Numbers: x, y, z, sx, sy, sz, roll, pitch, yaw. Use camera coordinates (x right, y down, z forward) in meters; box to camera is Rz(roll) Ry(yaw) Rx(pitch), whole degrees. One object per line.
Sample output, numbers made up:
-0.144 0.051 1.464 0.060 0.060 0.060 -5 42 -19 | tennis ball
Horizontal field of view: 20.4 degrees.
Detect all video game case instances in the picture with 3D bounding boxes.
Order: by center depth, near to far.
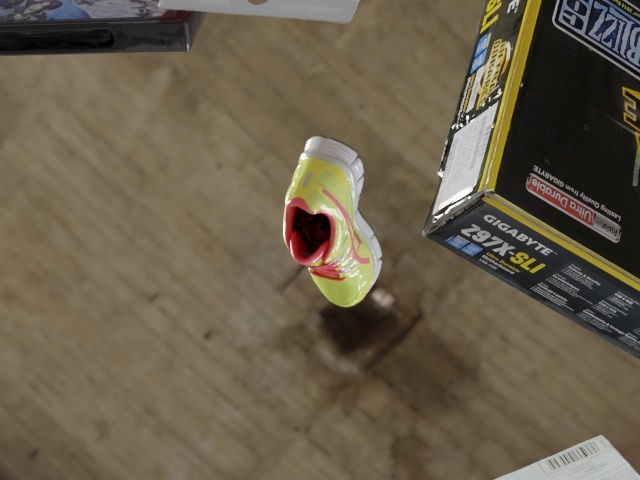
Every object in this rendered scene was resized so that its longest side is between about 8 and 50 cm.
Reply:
-0.216 -0.235 1.613 0.248 0.275 0.035 0 -61 8 | video game case

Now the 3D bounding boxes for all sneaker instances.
0.000 0.000 1.720 0.082 0.094 0.208 12 -40 24 | sneaker

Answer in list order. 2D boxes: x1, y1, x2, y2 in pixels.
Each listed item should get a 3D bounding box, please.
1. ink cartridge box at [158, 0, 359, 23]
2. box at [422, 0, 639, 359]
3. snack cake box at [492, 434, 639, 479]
-0.011 -0.274 1.489 0.189 0.232 0.066 8 -19 28 | ink cartridge box
0.240 -0.046 1.179 0.322 0.257 0.079 30 -35 -19 | box
0.089 0.227 1.118 0.264 0.152 0.089 -22 -80 0 | snack cake box
